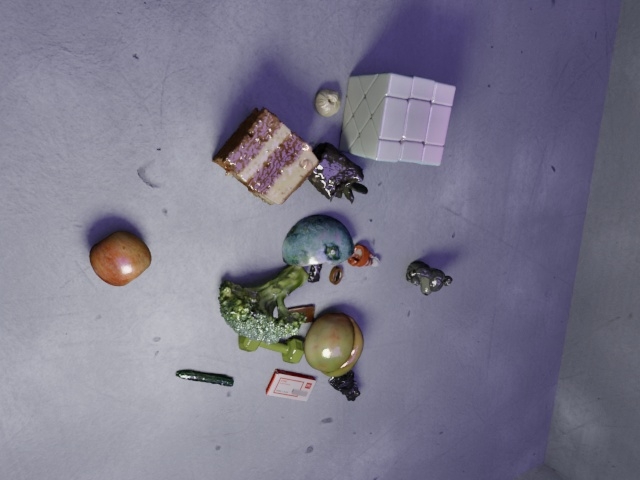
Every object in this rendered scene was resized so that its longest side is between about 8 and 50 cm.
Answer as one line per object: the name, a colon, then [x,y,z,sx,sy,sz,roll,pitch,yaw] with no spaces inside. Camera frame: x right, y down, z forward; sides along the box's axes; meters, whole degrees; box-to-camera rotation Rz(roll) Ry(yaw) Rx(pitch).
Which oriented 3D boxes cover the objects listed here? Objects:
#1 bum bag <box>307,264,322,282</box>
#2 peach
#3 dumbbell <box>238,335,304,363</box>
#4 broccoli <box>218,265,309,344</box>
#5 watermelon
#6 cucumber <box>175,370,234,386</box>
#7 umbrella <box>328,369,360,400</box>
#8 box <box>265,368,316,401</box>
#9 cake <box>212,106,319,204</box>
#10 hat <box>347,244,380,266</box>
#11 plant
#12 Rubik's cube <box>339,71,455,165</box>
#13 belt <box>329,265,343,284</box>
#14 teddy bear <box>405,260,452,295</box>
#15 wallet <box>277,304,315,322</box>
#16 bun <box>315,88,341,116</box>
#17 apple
bum bag: [-0.022,0.134,1.881,0.058,0.034,0.124,10,101,-18]
peach: [0.059,0.472,1.905,0.293,0.248,0.291,10,76,-45]
dumbbell: [-0.215,0.466,1.852,0.302,0.121,0.108,24,123,-30]
broccoli: [-0.239,0.230,1.707,0.354,0.396,0.274,17,136,-9]
watermelon: [0.003,0.002,1.772,0.322,0.175,0.187,-19,113,-20]
cucumber: [-0.496,0.594,1.797,0.257,0.043,0.043,20,92,-28]
umbrella: [0.122,0.703,2.042,0.122,0.110,0.272,-7,142,17]
box: [-0.143,0.694,1.990,0.230,0.050,0.122,22,95,-29]
cake: [-0.205,-0.298,1.536,0.290,0.256,0.282,42,87,-25]
hat: [0.216,0.088,1.963,0.163,0.094,0.112,18,108,-47]
plant: [0.061,-0.261,1.717,0.276,0.199,0.188,36,95,-26]
Rubik's cube: [0.297,-0.485,1.678,0.316,0.322,0.318,-1,107,-26]
belt: [0.073,0.163,1.936,0.059,0.036,0.083,9,102,-34]
teddy bear: [0.510,0.186,2.047,0.171,0.251,0.144,26,92,-15]
wallet: [-0.111,0.349,1.912,0.176,0.026,0.095,-7,114,-22]
bun: [0.036,-0.555,1.675,0.115,0.069,0.115,-9,111,-24]
apple: [-0.700,0.061,1.456,0.188,0.188,0.173,-38,107,-11]
